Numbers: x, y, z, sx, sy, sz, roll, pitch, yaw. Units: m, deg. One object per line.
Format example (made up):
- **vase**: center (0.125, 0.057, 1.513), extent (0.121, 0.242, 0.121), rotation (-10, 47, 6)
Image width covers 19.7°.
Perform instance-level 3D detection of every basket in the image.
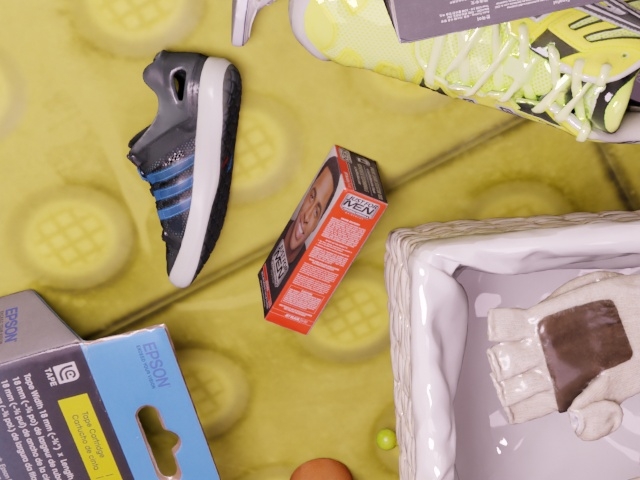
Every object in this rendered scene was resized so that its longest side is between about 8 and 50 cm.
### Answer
- **basket**: center (0.218, 0.141, 1.460), extent (0.331, 0.266, 0.328), rotation (-4, 95, -7)

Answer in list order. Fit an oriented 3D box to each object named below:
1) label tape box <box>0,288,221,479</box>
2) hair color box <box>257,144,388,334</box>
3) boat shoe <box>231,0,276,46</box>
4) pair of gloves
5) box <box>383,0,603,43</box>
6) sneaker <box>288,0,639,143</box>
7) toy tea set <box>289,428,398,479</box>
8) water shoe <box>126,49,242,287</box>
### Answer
- **label tape box**: center (-0.262, 0.175, 1.573), extent (0.333, 0.106, 0.241), rotation (-15, 124, 2)
- **hair color box**: center (0.000, 0.000, 1.515), extent (0.043, 0.072, 0.141), rotation (21, 117, -20)
- **boat shoe**: center (-0.047, -0.192, 1.404), extent (0.035, 0.035, 0.100), rotation (7, 115, -9)
- **pair of gloves**: center (0.229, 0.138, 1.309), extent (0.204, 0.042, 0.240), rotation (-12, 95, -5)
- **box**: center (0.179, -0.251, 1.272), extent (0.307, 0.242, 0.076), rotation (-13, 124, 0)
- **sneaker**: center (0.168, -0.154, 1.391), extent (0.384, 0.147, 0.145), rotation (6, 124, -10)
- **toy tea set**: center (0.132, 0.226, 1.651), extent (0.336, 0.124, 0.200), rotation (-31, 122, 12)
- **water shoe**: center (-0.114, -0.060, 1.473), extent (0.080, 0.073, 0.203), rotation (15, 118, 8)
